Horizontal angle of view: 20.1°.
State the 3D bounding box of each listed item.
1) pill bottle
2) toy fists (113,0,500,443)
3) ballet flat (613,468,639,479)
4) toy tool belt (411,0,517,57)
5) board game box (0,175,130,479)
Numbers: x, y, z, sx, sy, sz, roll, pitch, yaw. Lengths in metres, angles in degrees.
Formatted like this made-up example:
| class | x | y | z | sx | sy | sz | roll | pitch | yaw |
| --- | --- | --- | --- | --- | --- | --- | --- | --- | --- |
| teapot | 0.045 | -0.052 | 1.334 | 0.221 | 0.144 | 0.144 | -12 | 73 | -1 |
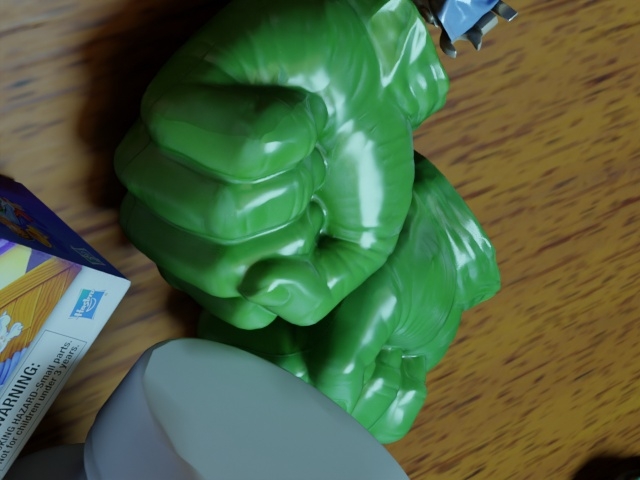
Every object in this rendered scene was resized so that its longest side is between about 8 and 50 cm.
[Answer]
| class | x | y | z | sx | sy | sz | roll | pitch | yaw |
| --- | --- | --- | --- | --- | --- | --- | --- | --- | --- |
| pill bottle | -0.104 | 0.210 | 0.760 | 0.188 | 0.188 | 0.334 | 10 | 122 | -54 |
| toy fists | 0.000 | 0.000 | 0.808 | 0.142 | 0.096 | 0.279 | -42 | 147 | -13 |
| ballet flat | 0.243 | 0.198 | 1.328 | 0.203 | 0.074 | 0.074 | 5 | 118 | -59 |
| toy tool belt | 0.063 | -0.111 | 0.816 | 0.083 | 0.051 | 0.052 | -48 | 147 | -5 |
| board game box | -0.249 | 0.112 | 0.626 | 0.347 | 0.078 | 0.233 | -56 | 147 | 7 |
